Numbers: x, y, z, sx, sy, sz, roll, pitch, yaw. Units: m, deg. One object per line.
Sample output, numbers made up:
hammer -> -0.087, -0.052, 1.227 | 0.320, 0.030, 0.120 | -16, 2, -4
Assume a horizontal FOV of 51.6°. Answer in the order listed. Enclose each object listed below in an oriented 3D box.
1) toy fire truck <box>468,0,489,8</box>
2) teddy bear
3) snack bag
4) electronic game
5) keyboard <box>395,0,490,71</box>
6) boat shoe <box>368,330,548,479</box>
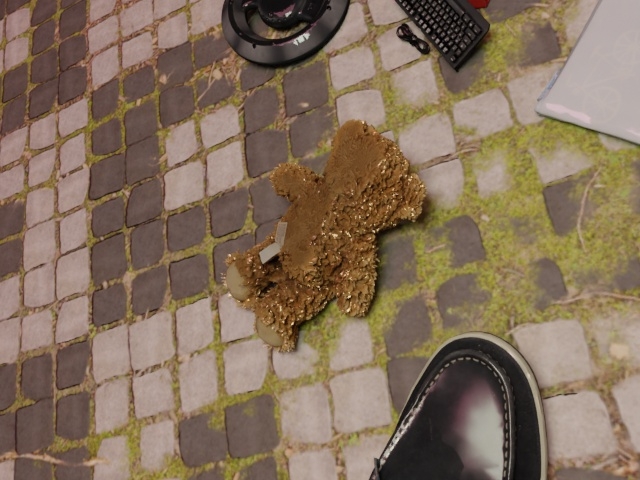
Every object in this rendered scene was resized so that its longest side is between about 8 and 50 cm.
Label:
toy fire truck -> 0.201, -0.438, 0.984 | 0.135, 0.047, 0.192 | 7, 75, 29
teddy bear -> 0.000, 0.000, 0.914 | 0.245, 0.113, 0.338 | 33, 97, 40
snack bag -> 0.468, -0.243, 0.763 | 0.342, 0.037, 0.323 | 30, 92, 35
electronic game -> -0.061, -0.395, 1.106 | 0.229, 0.048, 0.230 | -6, 71, 18
keyboard -> 0.156, -0.323, 0.956 | 0.108, 0.023, 0.180 | -51, 60, 36
boat shoe -> 0.104, 0.333, 0.699 | 0.186, 0.156, 0.501 | 18, 80, 33
